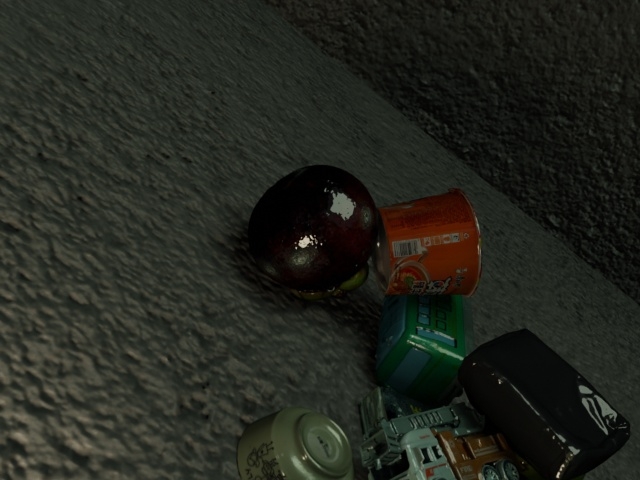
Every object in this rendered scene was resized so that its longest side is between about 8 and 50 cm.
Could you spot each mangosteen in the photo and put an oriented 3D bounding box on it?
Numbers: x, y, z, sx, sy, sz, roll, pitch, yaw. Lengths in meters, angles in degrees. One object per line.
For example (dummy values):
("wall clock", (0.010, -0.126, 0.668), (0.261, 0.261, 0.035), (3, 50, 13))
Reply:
("mangosteen", (-0.004, -0.013, 1.554), (0.300, 0.300, 0.300), (32, 30, -21))

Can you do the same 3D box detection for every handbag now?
("handbag", (0.409, 0.339, 1.400), (0.275, 0.177, 0.302), (-12, 48, -44))

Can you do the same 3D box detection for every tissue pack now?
("tissue pack", (0.210, 0.417, 1.456), (0.257, 0.081, 0.185), (27, 32, -28))

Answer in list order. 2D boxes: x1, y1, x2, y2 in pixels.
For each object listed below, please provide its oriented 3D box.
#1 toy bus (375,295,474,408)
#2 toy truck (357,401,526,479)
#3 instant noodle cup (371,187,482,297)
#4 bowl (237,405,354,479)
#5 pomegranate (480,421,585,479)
("toy bus", (0.236, 0.216, 1.664), (0.200, 0.183, 0.343), (26, 30, -5))
("toy truck", (0.202, 0.393, 1.286), (0.338, 0.133, 0.184), (6, 52, -44))
("instant noodle cup", (0.223, 0.013, 1.594), (0.192, 0.250, 0.250), (-6, 44, -8))
("bowl", (-0.024, 0.363, 1.199), (0.211, 0.112, 0.211), (30, 32, -21))
("pomegranate", (0.464, 0.445, 1.596), (0.271, 0.254, 0.254), (14, 39, -25))
